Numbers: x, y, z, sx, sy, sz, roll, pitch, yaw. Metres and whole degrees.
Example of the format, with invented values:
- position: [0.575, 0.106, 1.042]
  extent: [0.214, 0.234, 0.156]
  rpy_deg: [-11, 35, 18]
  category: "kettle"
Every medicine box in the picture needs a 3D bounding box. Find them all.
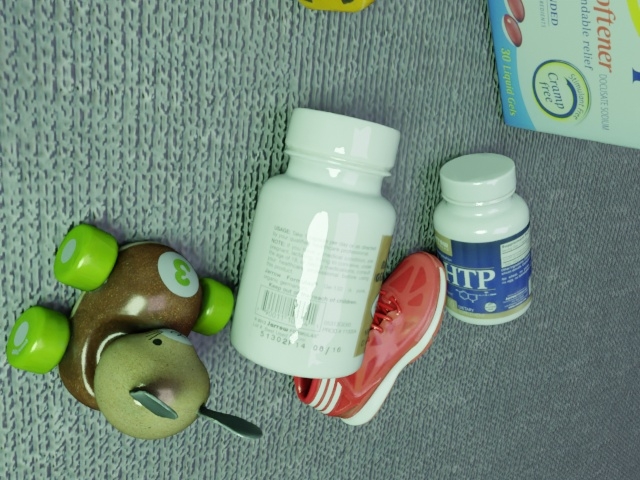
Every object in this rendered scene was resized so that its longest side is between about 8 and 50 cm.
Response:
- position: [0.333, -0.246, 0.650]
  extent: [0.149, 0.289, 0.263]
  rpy_deg: [-34, 124, -23]
  category: "medicine box"

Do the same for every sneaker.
- position: [0.050, 0.099, 0.697]
  extent: [0.128, 0.087, 0.221]
  rpy_deg: [28, 87, -42]
  category: "sneaker"

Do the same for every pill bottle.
- position: [0.000, 0.000, 0.588]
  extent: [0.131, 0.131, 0.229]
  rpy_deg: [7, 100, -39]
  category: "pill bottle"
- position: [0.194, -0.003, 0.751]
  extent: [0.112, 0.112, 0.186]
  rpy_deg: [-28, 122, -27]
  category: "pill bottle"

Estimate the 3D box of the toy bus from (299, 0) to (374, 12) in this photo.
- position: [0.098, -0.350, 0.547]
  extent: [0.333, 0.108, 0.130]
  rpy_deg: [-44, 128, -16]
  category: "toy bus"

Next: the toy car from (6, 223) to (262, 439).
- position: [-0.125, 0.091, 0.488]
  extent: [0.155, 0.188, 0.149]
  rpy_deg: [31, 87, -41]
  category: "toy car"
